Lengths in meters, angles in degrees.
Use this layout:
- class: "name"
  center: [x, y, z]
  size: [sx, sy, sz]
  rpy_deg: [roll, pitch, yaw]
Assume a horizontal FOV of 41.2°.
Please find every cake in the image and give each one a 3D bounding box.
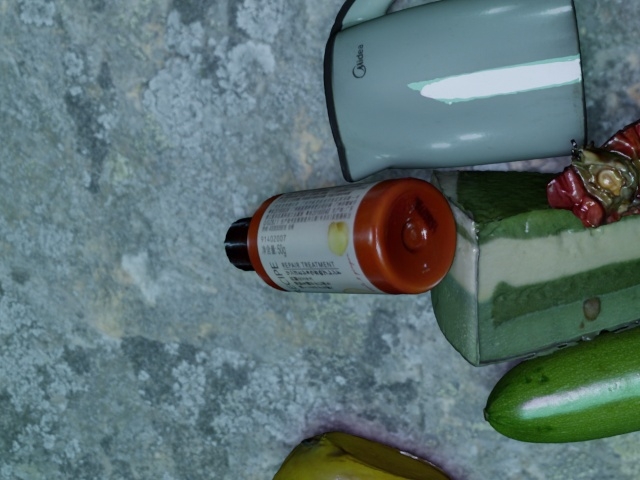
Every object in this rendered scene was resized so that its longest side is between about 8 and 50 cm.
- class: "cake"
  center: [0.238, 0.001, 0.877]
  size: [0.283, 0.172, 0.158]
  rpy_deg: [-11, 111, -19]

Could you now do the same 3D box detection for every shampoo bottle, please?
- class: "shampoo bottle"
  center: [0.000, 0.000, 0.843]
  size: [0.278, 0.104, 0.104]
  rpy_deg: [-3, 107, 52]

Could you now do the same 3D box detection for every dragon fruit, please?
- class: "dragon fruit"
  center: [0.281, -0.082, 0.750]
  size: [0.192, 0.122, 0.092]
  rpy_deg: [-21, 113, -9]

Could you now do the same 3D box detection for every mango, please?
- class: "mango"
  center: [0.069, 0.311, 0.952]
  size: [0.261, 0.130, 0.167]
  rpy_deg: [16, 112, 3]

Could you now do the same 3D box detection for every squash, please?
- class: "squash"
  center: [0.358, 0.129, 0.852]
  size: [0.394, 0.107, 0.107]
  rpy_deg: [-17, 100, 12]

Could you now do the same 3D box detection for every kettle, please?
- class: "kettle"
  center: [0.122, -0.173, 0.815]
  size: [0.236, 0.161, 0.221]
  rpy_deg: [-7, 75, 16]
